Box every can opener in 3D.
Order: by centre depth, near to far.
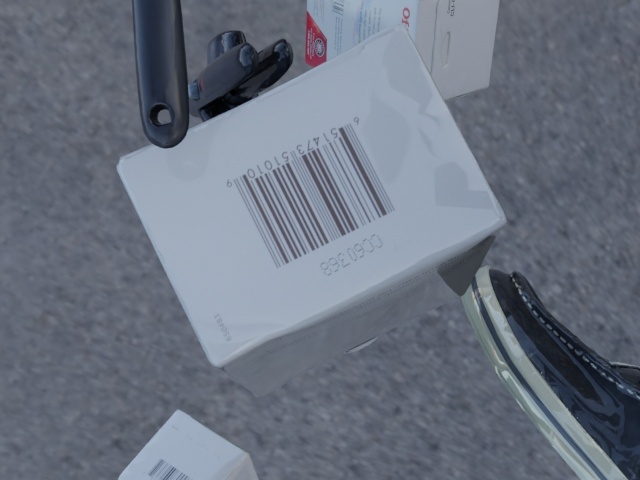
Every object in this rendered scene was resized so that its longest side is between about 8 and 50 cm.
[{"bbox_3d":[-0.065,-0.119,0.990,0.059,0.186,0.073,-18,95,-13],"label":"can opener"}]

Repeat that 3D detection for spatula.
[{"bbox_3d":[-0.102,-0.201,0.781,0.084,0.030,0.296,-4,99,12],"label":"spatula"}]

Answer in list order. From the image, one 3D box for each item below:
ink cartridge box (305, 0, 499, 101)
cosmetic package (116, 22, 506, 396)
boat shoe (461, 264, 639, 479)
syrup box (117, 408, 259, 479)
[{"bbox_3d":[0.087,-0.235,1.477,0.176,0.127,0.128,32,130,41],"label":"ink cartridge box"},{"bbox_3d":[0.000,0.000,1.033,0.217,0.385,0.156,-26,82,-4],"label":"cosmetic package"},{"bbox_3d":[0.303,0.184,1.160,0.156,0.187,0.500,-43,55,3],"label":"boat shoe"},{"bbox_3d":[-0.115,0.282,1.391,0.093,0.237,0.096,28,62,26],"label":"syrup box"}]
